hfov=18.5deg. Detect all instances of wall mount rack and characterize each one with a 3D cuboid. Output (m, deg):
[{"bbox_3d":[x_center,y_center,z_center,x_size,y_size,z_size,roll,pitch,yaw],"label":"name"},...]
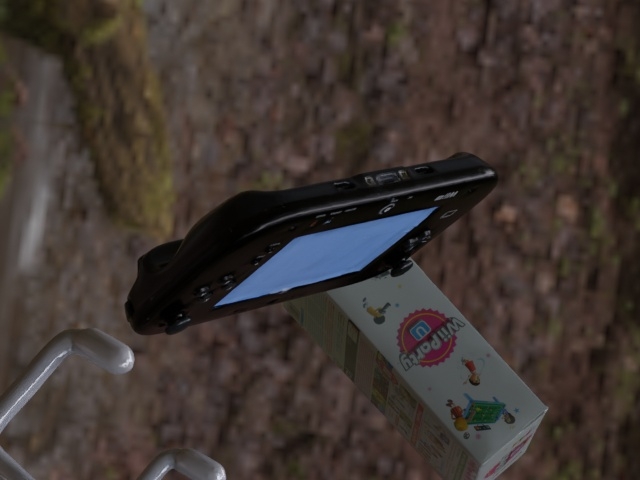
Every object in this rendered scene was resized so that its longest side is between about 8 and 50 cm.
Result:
[{"bbox_3d":[-0.029,0.193,1.058,0.130,0.304,0.350,-48,154,-11],"label":"wall mount rack"}]

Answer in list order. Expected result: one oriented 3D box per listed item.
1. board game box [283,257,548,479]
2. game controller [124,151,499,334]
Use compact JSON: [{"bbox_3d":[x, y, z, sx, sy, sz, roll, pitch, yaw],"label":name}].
[{"bbox_3d":[0.092,0.118,2.063,0.097,0.303,0.224,-39,167,-11],"label":"board game box"},{"bbox_3d":[0.000,0.000,1.456,0.319,0.166,0.067,-13,78,-50],"label":"game controller"}]
